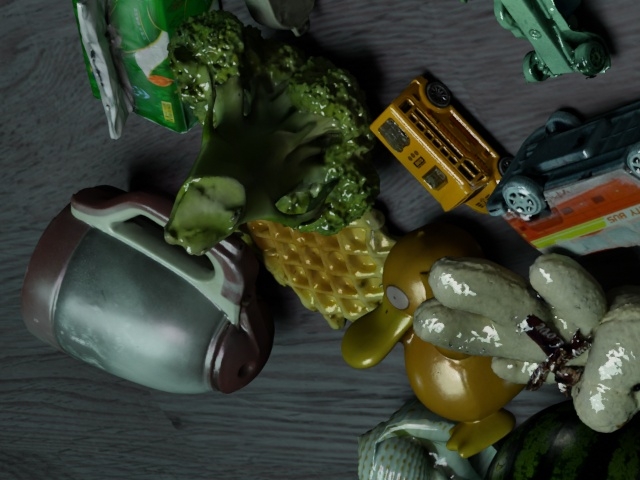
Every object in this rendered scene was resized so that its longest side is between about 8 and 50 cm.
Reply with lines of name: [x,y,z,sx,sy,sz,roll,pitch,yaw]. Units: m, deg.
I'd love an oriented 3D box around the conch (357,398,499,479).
conch: [0.145,0.272,1.747,0.200,0.131,0.172,12,113,0]

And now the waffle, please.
waffle: [-0.002,0.001,1.679,0.250,0.056,0.261,42,144,5]

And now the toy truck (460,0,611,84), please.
toy truck: [0.199,-0.211,1.235,0.080,0.078,0.154,-2,142,48]

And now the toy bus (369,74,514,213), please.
toy bus: [0.131,-0.087,1.423,0.162,0.074,0.069,46,145,0]

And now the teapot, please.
teapot: [-0.204,0.059,1.813,0.312,0.233,0.315,24,139,17]

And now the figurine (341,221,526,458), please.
figurine: [0.145,0.102,1.546,0.228,0.215,0.215,38,149,-17]

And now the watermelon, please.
watermelon: [0.304,0.305,1.508,0.269,0.269,0.269,28,143,24]

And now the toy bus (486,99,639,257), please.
toy bus: [0.284,-0.063,1.258,0.120,0.121,0.265,46,147,-18]

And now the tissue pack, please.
tissue pack: [-0.211,-0.232,1.561,0.148,0.156,0.209,27,144,28]

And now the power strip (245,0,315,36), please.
power strip: [-0.066,-0.331,1.371,0.048,0.080,0.286,19,141,42]

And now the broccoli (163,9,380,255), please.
broccoli: [-0.051,-0.127,1.423,0.186,0.302,0.254,-23,82,18]

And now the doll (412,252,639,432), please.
doll: [0.231,0.101,1.370,0.278,0.149,0.175,14,171,2]
